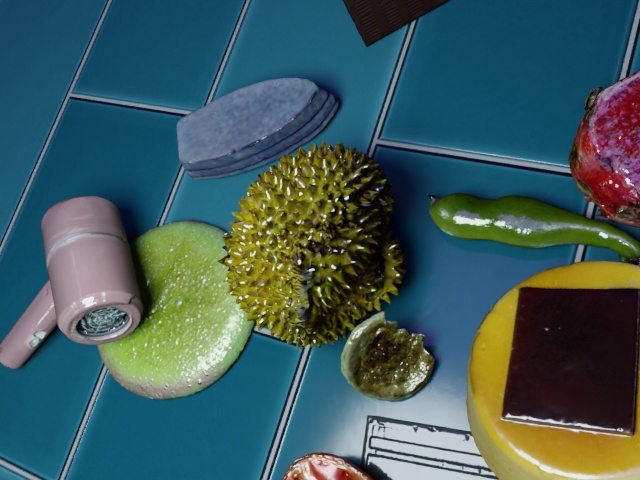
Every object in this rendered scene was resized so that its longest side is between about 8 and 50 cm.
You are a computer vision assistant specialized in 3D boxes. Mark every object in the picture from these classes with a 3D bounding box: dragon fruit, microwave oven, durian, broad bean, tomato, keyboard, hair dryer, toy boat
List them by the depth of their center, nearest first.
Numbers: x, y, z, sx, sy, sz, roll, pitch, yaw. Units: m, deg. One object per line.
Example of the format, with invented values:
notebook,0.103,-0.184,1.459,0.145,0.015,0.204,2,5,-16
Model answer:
dragon fruit,0.428,-0.116,0.801,0.211,0.147,0.282,-29,59,1
keyboard,0.231,0.289,0.811,0.381,0.041,0.104,2,73,29
tomato,0.016,0.355,0.848,0.155,0.069,0.156,-5,73,17
broad bean,0.288,-0.007,0.878,0.318,0.056,0.098,25,82,25
durian,-0.007,-0.005,0.894,0.258,0.258,0.293,30,79,27
microwave oven,0.088,-0.481,1.056,0.188,0.178,0.247,-27,65,14
hair dryer,-0.422,0.119,1.059,0.352,0.125,0.210,-45,51,25
toy boat,-0.107,-0.189,1.085,0.282,0.078,0.127,-19,63,16

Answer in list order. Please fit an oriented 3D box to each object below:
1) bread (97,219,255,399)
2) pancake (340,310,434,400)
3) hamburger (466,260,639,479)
bread,-0.233,0.106,1.049,0.301,0.045,0.302,-6,70,18
pancake,0.087,0.161,0.876,0.129,0.022,0.116,31,101,-15
hamburger,0.307,0.169,0.730,0.300,0.176,0.300,-15,51,20
